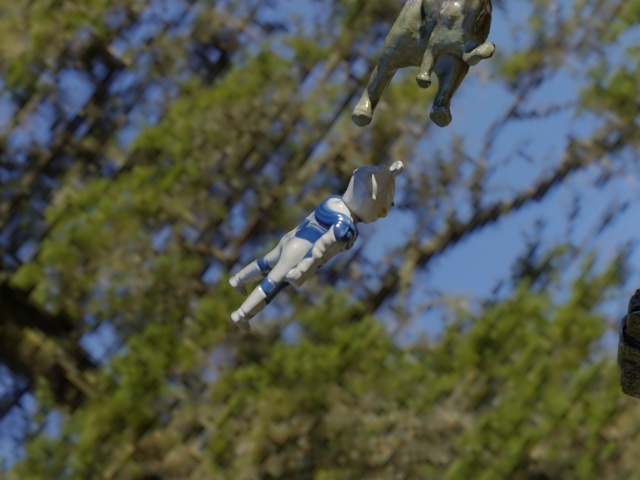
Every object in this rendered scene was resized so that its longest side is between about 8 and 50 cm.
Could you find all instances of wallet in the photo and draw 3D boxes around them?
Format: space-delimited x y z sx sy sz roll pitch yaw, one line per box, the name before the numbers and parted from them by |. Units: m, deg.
wallet | 0.380 0.119 1.959 0.318 0.172 0.045 69 -147 -71

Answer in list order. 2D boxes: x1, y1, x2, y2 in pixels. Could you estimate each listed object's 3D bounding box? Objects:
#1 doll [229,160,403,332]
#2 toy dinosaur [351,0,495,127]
doll | 0.000 0.000 1.998 0.227 0.057 0.114 -42 17 15
toy dinosaur | 0.121 -0.199 1.888 0.294 0.077 0.162 -26 41 62
